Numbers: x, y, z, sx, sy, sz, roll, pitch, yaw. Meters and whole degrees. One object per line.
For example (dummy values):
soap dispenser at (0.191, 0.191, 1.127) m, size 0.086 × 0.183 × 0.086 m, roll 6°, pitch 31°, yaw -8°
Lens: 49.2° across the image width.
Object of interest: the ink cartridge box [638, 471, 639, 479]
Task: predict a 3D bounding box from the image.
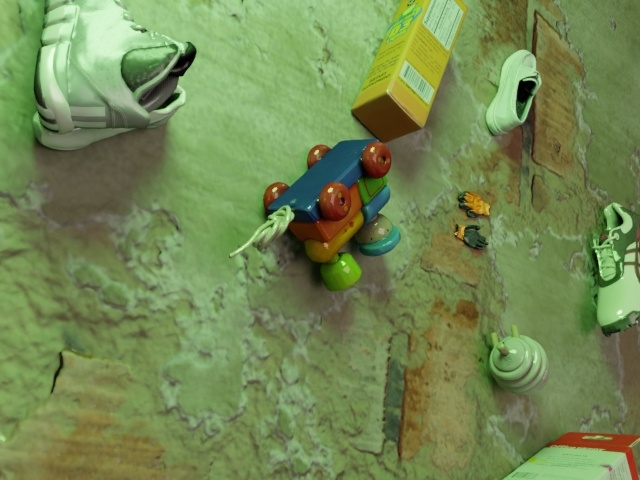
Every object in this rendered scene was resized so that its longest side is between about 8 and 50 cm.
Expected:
ink cartridge box at (0.498, 0.506, 1.017) m, size 0.168 × 0.171 × 0.233 m, roll -31°, pitch 129°, yaw -39°

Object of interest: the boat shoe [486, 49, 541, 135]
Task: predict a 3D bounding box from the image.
boat shoe at (0.324, -0.248, 1.131) m, size 0.066 × 0.063 × 0.184 m, roll 50°, pitch 54°, yaw -23°

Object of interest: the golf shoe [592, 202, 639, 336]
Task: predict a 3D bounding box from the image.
golf shoe at (0.524, 0.051, 1.242) m, size 0.120 × 0.105 × 0.273 m, roll 41°, pitch 50°, yaw -9°

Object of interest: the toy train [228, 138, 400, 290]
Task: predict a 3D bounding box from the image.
toy train at (0.000, 0.000, 0.789) m, size 0.248 × 0.105 × 0.143 m, roll -46°, pitch 125°, yaw -36°

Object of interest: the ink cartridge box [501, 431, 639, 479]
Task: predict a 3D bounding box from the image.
ink cartridge box at (0.364, 0.354, 1.005) m, size 0.231 × 0.134 × 0.078 m, roll -15°, pitch 91°, yaw -41°

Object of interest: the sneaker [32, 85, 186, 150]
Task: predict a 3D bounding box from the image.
sneaker at (-0.196, -0.126, 0.660) m, size 0.152 × 0.061 × 0.054 m, roll -26°, pitch 101°, yaw -39°

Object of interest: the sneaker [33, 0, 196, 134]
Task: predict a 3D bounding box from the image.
sneaker at (-0.179, -0.197, 0.634) m, size 0.132 × 0.086 × 0.229 m, roll 2°, pitch 73°, yaw -13°

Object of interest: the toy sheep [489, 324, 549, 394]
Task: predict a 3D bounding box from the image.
toy sheep at (0.283, 0.175, 1.003) m, size 0.132 × 0.091 × 0.091 m, roll 35°, pitch 61°, yaw -37°

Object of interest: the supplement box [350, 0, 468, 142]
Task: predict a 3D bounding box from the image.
supplement box at (0.125, -0.249, 0.950) m, size 0.080 × 0.078 × 0.233 m, roll 40°, pitch 58°, yaw -25°

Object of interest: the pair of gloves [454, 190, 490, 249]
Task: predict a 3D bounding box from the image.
pair of gloves at (0.229, -0.030, 1.043) m, size 0.074 × 0.010 × 0.083 m, roll 21°, pitch 69°, yaw -37°
